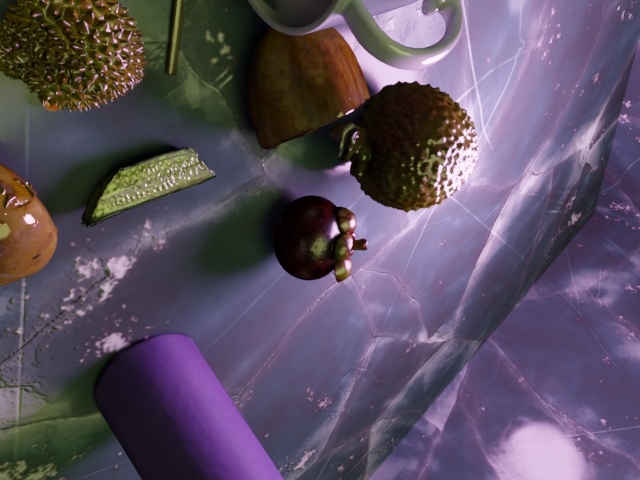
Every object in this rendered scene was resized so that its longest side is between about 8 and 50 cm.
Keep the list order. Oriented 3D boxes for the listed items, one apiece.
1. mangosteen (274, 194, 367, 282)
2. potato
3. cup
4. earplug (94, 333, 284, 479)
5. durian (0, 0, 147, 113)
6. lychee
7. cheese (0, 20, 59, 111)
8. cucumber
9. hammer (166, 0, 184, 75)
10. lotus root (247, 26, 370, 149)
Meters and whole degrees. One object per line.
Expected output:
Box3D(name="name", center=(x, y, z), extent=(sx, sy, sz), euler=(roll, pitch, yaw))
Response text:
Box3D(name="mangosteen", center=(0.000, 0.000, 0.903), extent=(0.199, 0.199, 0.200), euler=(-26, 134, -31))
Box3D(name="potato", center=(-0.407, -0.013, 0.531), extent=(0.137, 0.137, 0.176), euler=(-33, 140, -24))
Box3D(name="cup", center=(0.076, -0.397, 0.577), extent=(0.274, 0.357, 0.259), euler=(-31, 180, -30))
Box3D(name="earplug", center=(-0.208, 0.381, 0.764), extent=(0.215, 0.455, 0.215), euler=(-29, 138, -31))
Box3D(name="durian", center=(-0.291, -0.221, 0.499), extent=(0.208, 0.102, 0.147), euler=(-30, 142, -41))
Box3D(name="lychee", center=(0.182, -0.190, 0.898), extent=(0.319, 0.270, 0.270), euler=(-24, 136, -6))
Box3D(name="cheese", center=(-0.350, -0.211, 0.528), extent=(0.047, 0.017, 0.111), euler=(-38, 139, -15))
Box3D(name="cucumber", center=(-0.273, -0.096, 0.672), extent=(0.220, 0.046, 0.071), euler=(-30, 133, -30))
Box3D(name="hammer", center=(-0.199, -0.324, 0.600), extent=(0.062, 0.017, 0.182), euler=(-7, 123, -43))
Box3D(name="lotus root", center=(-0.039, -0.268, 0.718), extent=(0.180, 0.199, 0.188), euler=(63, 25, -19))
